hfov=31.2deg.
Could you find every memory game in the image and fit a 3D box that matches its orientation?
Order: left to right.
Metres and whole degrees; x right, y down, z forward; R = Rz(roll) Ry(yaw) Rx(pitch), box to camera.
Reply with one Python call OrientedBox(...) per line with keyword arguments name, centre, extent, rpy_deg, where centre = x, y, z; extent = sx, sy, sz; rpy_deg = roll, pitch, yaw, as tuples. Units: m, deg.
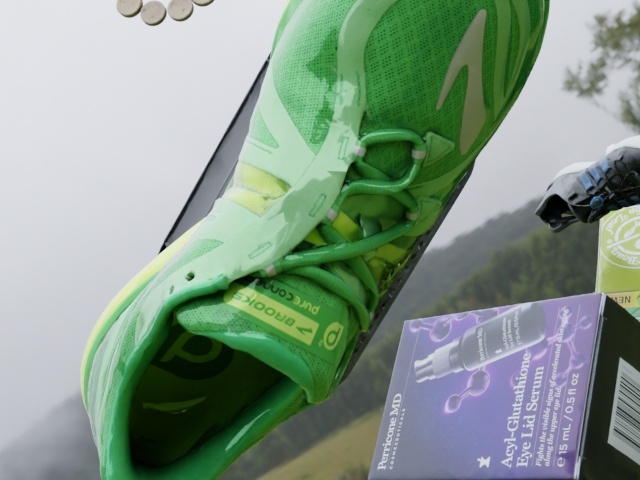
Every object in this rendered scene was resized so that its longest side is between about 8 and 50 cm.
OrientedBox(name="memory game", centre=(-0.215, -0.380, 1.582), extent=(0.186, 0.186, 0.012), rpy_deg=(-33, -19, 1))

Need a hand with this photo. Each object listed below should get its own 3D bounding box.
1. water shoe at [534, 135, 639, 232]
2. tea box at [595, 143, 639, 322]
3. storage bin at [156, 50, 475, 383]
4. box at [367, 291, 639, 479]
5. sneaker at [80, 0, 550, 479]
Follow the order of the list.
OrientedBox(name="water shoe", centre=(0.308, -0.050, 1.224), extent=(0.080, 0.073, 0.203), rpy_deg=(-50, 8, -21))
OrientedBox(name="tea box", centre=(0.510, 0.053, 1.346), extent=(0.329, 0.323, 0.220), rpy_deg=(-6, -42, 23))
OrientedBox(name="storage bin", centre=(-0.008, -0.016, 0.687), extent=(0.084, 0.122, 0.180), rpy_deg=(20, -75, -40))
OrientedBox(name="box", centre=(0.158, 0.141, 0.918), extent=(0.207, 0.108, 0.153), rpy_deg=(-14, 52, 43))
OrientedBox(name="sneaker", centre=(0.000, 0.000, 0.460), extent=(0.295, 0.109, 0.123), rpy_deg=(-56, 22, 22))
